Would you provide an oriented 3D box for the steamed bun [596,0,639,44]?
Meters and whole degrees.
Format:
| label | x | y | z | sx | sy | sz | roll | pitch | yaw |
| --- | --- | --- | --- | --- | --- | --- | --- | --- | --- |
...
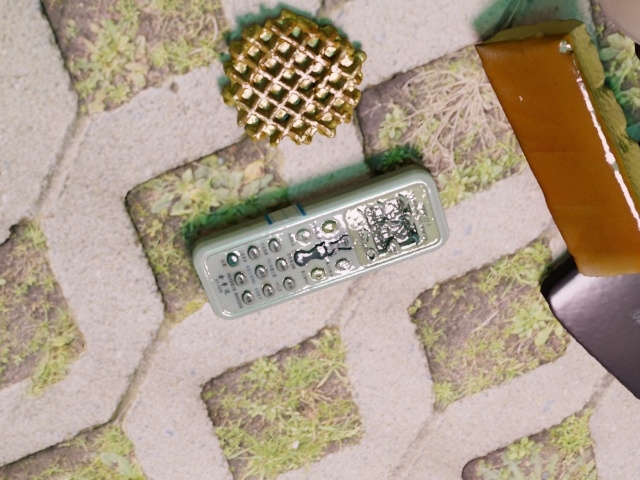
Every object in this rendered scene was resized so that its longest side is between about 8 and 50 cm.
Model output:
| label | x | y | z | sx | sy | sz | roll | pitch | yaw |
| --- | --- | --- | --- | --- | --- | --- | --- | --- | --- |
| steamed bun | 0.454 | -0.362 | 1.595 | 0.324 | 0.324 | 0.206 | -6 | 143 | -7 |

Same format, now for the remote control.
| label | x | y | z | sx | sy | sz | roll | pitch | yaw |
| --- | --- | --- | --- | --- | --- | --- | --- | --- | --- |
| remote control | 0.000 | 0.000 | 1.876 | 0.335 | 0.065 | 0.128 | -19 | 120 | 1 |

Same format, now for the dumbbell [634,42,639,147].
| label | x | y | z | sx | sy | sz | roll | pitch | yaw |
| --- | --- | --- | --- | --- | --- | --- | --- | --- | --- |
| dumbbell | 0.470 | -0.171 | 1.828 | 0.140 | 0.124 | 0.225 | -7 | 122 | -5 |

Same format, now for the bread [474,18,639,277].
| label | x | y | z | sx | sy | sz | roll | pitch | yaw |
| --- | --- | --- | --- | --- | --- | --- | --- | --- | --- |
| bread | 0.334 | -0.118 | 1.804 | 0.138 | 0.077 | 0.361 | -4 | 122 | 45 |

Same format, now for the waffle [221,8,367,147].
| label | x | y | z | sx | sy | sz | roll | pitch | yaw |
| --- | --- | --- | --- | --- | --- | --- | --- | --- | --- |
| waffle | -0.035 | -0.198 | 1.767 | 0.191 | 0.038 | 0.191 | -5 | 122 | -8 |

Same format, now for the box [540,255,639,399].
| label | x | y | z | sx | sy | sz | roll | pitch | yaw |
| --- | --- | --- | --- | --- | --- | --- | --- | --- | --- |
| box | 0.494 | 0.071 | 2.008 | 0.289 | 0.073 | 0.290 | -42 | 118 | 14 |
